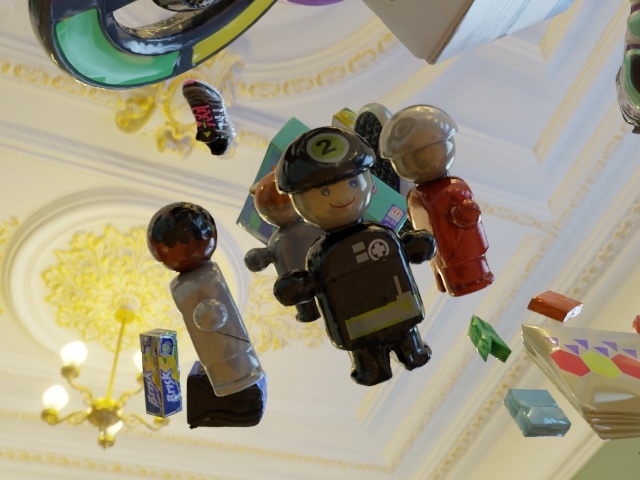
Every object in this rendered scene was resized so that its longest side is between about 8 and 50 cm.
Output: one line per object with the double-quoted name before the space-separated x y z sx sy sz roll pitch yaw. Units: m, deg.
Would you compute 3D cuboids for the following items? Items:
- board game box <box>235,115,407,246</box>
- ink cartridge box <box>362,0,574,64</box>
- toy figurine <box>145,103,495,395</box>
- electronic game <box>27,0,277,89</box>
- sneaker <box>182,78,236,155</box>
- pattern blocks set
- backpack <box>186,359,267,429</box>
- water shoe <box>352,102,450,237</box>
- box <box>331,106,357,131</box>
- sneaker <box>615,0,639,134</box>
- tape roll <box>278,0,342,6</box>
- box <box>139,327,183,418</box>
"board game box" -0.006 -0.029 0.750 0.160 0.047 0.210 37 -28 -1
"ink cartridge box" 0.181 -0.365 0.783 0.307 0.223 0.129 -30 -16 -35
"toy figurine" 0.000 0.000 0.463 0.209 0.213 0.148 -13 -80 36
"electronic game" -0.070 -0.177 0.393 0.229 0.229 0.048 -42 -96 21
"sneaker" -0.206 -0.220 1.192 0.063 0.075 0.170 -5 -35 15
"pattern blocks set" 0.318 0.146 0.692 0.325 0.285 0.026 11 -62 -10
"backpack" -0.142 0.234 1.020 0.120 0.101 0.098 3 -69 3
"water shoe" 0.104 -0.077 0.753 0.080 0.073 0.203 -40 -61 -26
"box" 0.094 -0.155 1.191 0.043 0.179 0.105 -37 -23 -27
"sneaker" 0.173 -0.104 0.337 0.038 0.098 0.069 16 -8 19
"tape roll" -0.022 -0.480 0.926 0.275 0.090 0.275 -7 -69 -20
"box" -0.320 0.265 1.301 0.059 0.054 0.169 1 -82 36
